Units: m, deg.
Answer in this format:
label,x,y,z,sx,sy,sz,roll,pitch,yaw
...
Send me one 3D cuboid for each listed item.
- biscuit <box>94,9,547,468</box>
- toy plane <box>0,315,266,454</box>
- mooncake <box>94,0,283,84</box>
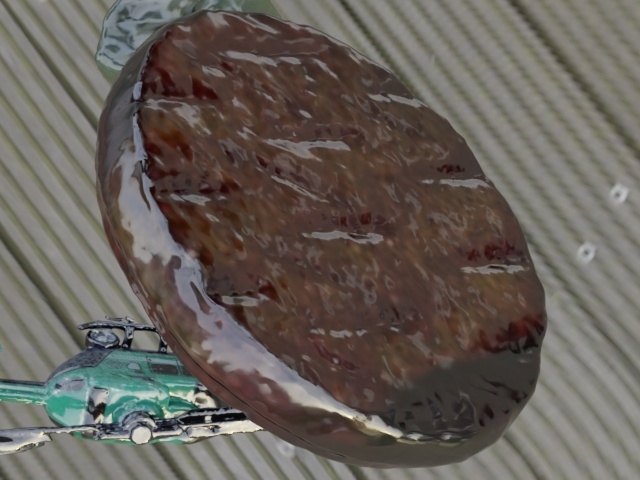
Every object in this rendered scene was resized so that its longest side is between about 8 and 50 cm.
label,x,y,z,sx,sy,sz,roll,pitch,yaw
biscuit,0.000,0.000,1.471,0.091,0.407,0.407,-42,79,35
toy plane,-0.215,0.146,1.807,0.381,0.155,0.106,8,109,-21
mooncake,-0.115,-0.170,1.727,0.168,0.175,0.104,32,55,-7
